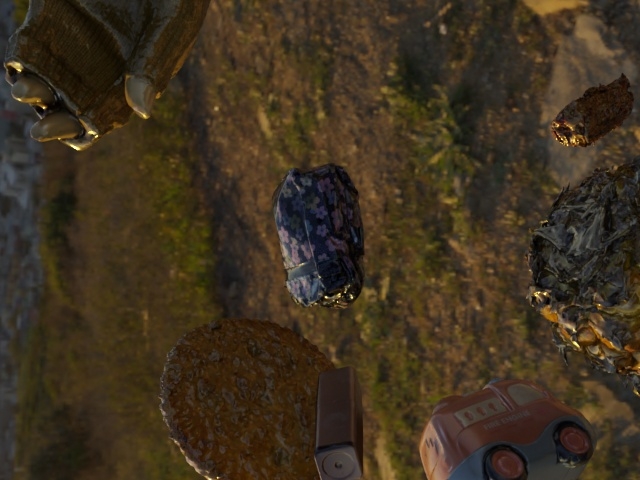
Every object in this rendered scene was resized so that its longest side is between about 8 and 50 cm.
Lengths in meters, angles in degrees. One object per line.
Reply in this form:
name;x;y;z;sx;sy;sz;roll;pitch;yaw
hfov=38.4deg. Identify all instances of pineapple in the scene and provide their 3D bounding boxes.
pineapple;0.476;0.045;1.334;0.352;0.300;0.352;-47;26;32

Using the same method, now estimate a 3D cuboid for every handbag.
handbag;0.000;0.000;1.333;0.228;0.127;0.208;149;109;-76

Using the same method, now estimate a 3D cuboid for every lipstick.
lipstick;0.020;0.189;0.956;0.145;0.045;0.045;-87;-19;-66

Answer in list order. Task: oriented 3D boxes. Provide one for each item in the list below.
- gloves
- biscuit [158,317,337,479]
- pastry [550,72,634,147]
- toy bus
gloves;-0.238;-0.253;1.108;0.356;0.203;0.155;-59;-11;-28
biscuit;-0.064;0.190;1.061;0.035;0.254;0.254;-56;42;39
pastry;0.399;-0.178;1.320;0.063;0.169;0.087;50;145;20
toy bus;0.303;0.350;1.552;0.232;0.287;0.194;55;149;39
